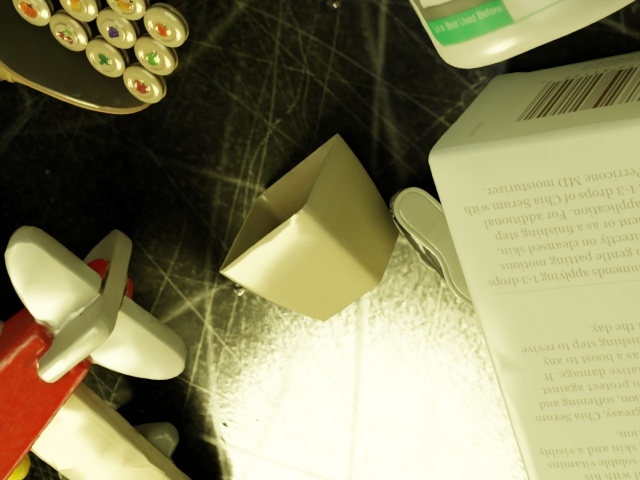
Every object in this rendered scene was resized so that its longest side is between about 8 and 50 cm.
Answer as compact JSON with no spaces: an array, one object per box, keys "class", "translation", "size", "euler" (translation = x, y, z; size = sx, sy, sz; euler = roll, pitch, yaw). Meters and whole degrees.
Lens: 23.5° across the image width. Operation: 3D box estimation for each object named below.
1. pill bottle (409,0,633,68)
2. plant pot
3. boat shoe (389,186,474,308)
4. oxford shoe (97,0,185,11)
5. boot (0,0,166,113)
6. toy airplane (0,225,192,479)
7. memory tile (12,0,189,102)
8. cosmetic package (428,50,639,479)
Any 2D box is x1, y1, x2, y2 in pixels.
[{"class":"pill bottle","translation":[0.086,-0.310,0.972],"size":[0.204,0.204,0.361],"euler":[-21,106,34]},{"class":"plant pot","translation":[0.000,0.000,1.252],"size":[0.096,0.109,0.109],"euler":[43,128,-15]},{"class":"boat shoe","translation":[0.102,0.008,1.241],"size":[0.125,0.038,0.046],"euler":[44,85,-7]},{"class":"oxford shoe","translation":[-0.087,-0.222,1.176],"size":[0.227,0.096,0.083],"euler":[-25,102,33]},{"class":"boot","translation":[-0.266,-0.180,1.308],"size":[0.305,0.112,0.115],"euler":[26,155,8]},{"class":"toy airplane","translation":[-0.305,0.131,1.408],"size":[0.384,0.272,0.386],"euler":[-6,109,-12]},{"class":"memory tile","translation":[-0.174,-0.176,1.200],"size":[0.148,0.012,0.113],"euler":[35,143,1]},{"class":"cosmetic package","translation":[0.266,0.094,1.127],"size":[0.230,0.161,0.453],"euler":[-7,113,29]}]
